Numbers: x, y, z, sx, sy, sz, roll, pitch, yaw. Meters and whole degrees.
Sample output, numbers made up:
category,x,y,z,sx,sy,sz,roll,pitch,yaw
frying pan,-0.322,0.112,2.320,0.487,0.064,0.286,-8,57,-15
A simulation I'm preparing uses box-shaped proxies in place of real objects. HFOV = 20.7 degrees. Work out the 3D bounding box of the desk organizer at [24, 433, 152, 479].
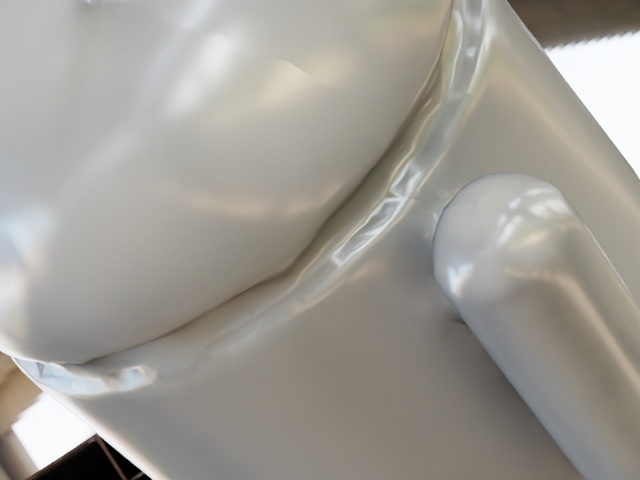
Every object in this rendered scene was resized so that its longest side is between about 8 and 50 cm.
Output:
category,x,y,z,sx,sy,sz,roll,pitch,yaw
desk organizer,-0.077,0.111,0.878,0.130,0.047,0.050,-33,-39,-3

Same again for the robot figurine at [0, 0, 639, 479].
category,x,y,z,sx,sy,sz,roll,pitch,yaw
robot figurine,0.000,0.000,0.606,0.199,0.300,0.353,-54,-53,-15
